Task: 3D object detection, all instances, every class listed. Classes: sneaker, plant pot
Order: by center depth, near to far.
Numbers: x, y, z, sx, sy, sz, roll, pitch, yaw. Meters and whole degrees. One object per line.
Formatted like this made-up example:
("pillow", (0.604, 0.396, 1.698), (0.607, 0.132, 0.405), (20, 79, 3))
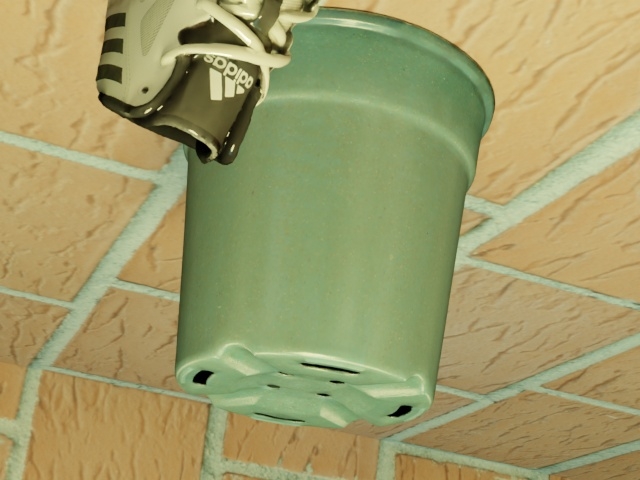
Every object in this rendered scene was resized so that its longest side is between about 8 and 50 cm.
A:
("sneaker", (-0.010, -0.189, 0.847), (0.169, 0.257, 0.447), (25, 150, -36))
("plant pot", (0.000, 0.000, 1.190), (0.341, 0.334, 0.341), (5, 158, 2))
